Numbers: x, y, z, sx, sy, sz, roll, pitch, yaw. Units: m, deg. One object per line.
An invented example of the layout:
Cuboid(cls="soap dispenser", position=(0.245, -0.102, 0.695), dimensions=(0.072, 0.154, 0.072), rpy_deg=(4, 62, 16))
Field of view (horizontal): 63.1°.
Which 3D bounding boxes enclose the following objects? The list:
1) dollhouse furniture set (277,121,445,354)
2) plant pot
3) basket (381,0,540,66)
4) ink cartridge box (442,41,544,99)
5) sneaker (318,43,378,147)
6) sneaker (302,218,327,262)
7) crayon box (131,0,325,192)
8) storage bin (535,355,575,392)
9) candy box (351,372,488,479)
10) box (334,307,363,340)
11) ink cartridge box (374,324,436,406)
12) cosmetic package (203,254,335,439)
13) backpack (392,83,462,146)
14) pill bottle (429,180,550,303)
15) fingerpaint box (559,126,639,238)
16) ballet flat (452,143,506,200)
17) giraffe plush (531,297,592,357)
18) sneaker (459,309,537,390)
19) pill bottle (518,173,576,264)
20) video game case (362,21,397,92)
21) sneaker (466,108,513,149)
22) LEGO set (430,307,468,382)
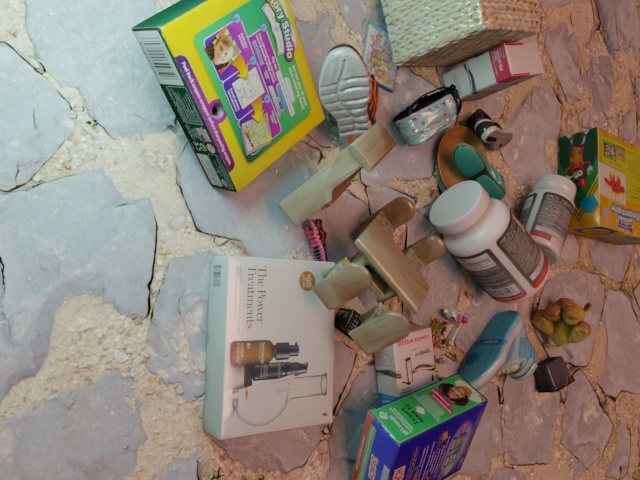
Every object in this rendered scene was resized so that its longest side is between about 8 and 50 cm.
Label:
Cuboid(cls="dollhouse furniture set", position=(0.139, -0.025, 1.197), dimensions=(0.394, 0.256, 0.362), rpy_deg=(50, 37, -6))
Cuboid(cls="plant pot", position=(0.440, -0.238, 1.632), dimensions=(0.236, 0.032, 0.236), rpy_deg=(4, 83, -34))
Cuboid(cls="basket", position=(0.390, -0.662, 1.447), dimensions=(0.328, 0.331, 0.266), rpy_deg=(-16, 96, -39))
Cuboid(cls="ink cartridge box", position=(0.521, -0.508, 1.588), dimensions=(0.172, 0.237, 0.100), rpy_deg=(-17, 93, -35))
Cuboid(cls="sneaker", position=(0.074, -0.383, 1.288), dimensions=(0.321, 0.125, 0.180), rpy_deg=(72, 20, -57))
Cuboid(cls="sneaker", position=(0.000, 0.000, 1.300), dimensions=(0.057, 0.047, 0.119), rpy_deg=(-24, 101, -46))
Cuboid(cls="crayon box", position=(-0.166, -0.340, 1.100), dimensions=(0.313, 0.106, 0.363), rpy_deg=(-47, 135, -30))
Cuboid(cls="storage bin", position=(0.802, 0.458, 1.793), dimensions=(0.135, 0.098, 0.091), rpy_deg=(-13, 83, -35))
Cuboid(cls="candy box", position=(0.246, 0.512, 1.313), dimensions=(0.317, 0.122, 0.268), rpy_deg=(-11, 123, -36))
Cuboid(cls="box", position=(0.083, 0.215, 1.323), dimensions=(0.083, 0.062, 0.052), rpy_deg=(39, 67, -26))
Cuboid(cls="ink cartridge box", position=(0.229, 0.341, 1.399), dimensions=(0.148, 0.086, 0.203), rpy_deg=(-7, 91, -35))
Cuboid(cls="cosmetic package", position=(-0.106, 0.228, 1.172), dimensions=(0.284, 0.097, 0.377), rpy_deg=(5, 83, -37))
Cuboid(cls="backpack", position=(0.301, -0.350, 1.479), dimensions=(0.182, 0.152, 0.115), rpy_deg=(-34, 96, -20))
Cuboid(cls="pill bottle", position=(0.499, 0.005, 1.542), dimensions=(0.363, 0.210, 0.210), rpy_deg=(44, 63, -24))
Cuboid(cls="fingerpaint box", position=(1.117, -0.192, 2.022), dimensions=(0.445, 0.163, 0.371), rpy_deg=(8, 80, -34))
Cuboid(cls="ballet flat", position=(0.486, -0.223, 1.606), dimensions=(0.247, 0.083, 0.087), rpy_deg=(42, 40, -25))
Cuboid(cls="giraffe plush", position=(0.861, 0.272, 1.811), dimensions=(0.170, 0.181, 0.210), rpy_deg=(-45, 119, -37))
Cuboid(cls="sneaker", position=(0.569, 0.390, 1.611), dimensions=(0.319, 0.127, 0.208), rpy_deg=(-42, 108, -29))
Cuboid(cls="pill bottle", position=(0.761, -0.072, 1.762), dimensions=(0.161, 0.161, 0.283), rpy_deg=(40, 65, -26))
Cuboid(cls="video game case", position=(0.172, -0.519, 1.479), dimensions=(0.119, 0.015, 0.166), rpy_deg=(16, 77, -33))
Cuboid(cls="sneaker", position=(0.546, -0.369, 1.691), dimensions=(0.217, 0.079, 0.121), rpy_deg=(4, 48, -57))
Cuboid(cls="LEGO set", position=(0.354, 0.328, 1.475), dimensions=(0.132, 0.107, 0.287), rpy_deg=(25, 72, -31))
